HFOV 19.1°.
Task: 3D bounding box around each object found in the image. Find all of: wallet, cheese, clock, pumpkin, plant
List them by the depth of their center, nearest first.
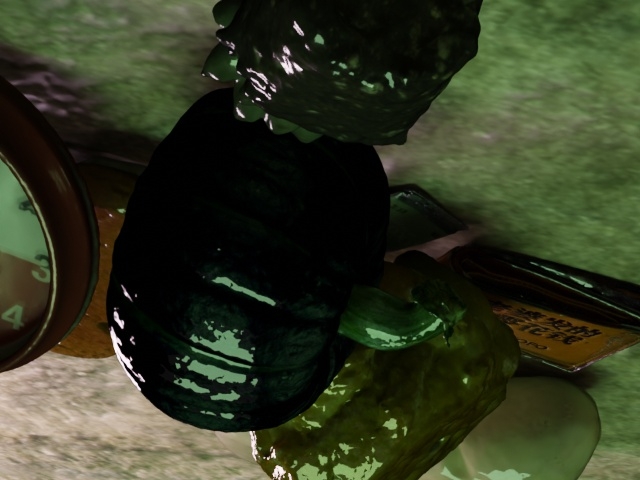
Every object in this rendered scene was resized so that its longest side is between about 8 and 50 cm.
[{"bbox_3d":[0.014,-0.128,1.092,0.129,0.132,0.194,21,169,-17],"label":"plant"},{"bbox_3d":[-0.019,0.026,1.331,0.248,0.248,0.248,9,160,4],"label":"pumpkin"},{"bbox_3d":[-0.317,-0.026,1.455,0.319,0.080,0.318,11,127,15],"label":"clock"},{"bbox_3d":[0.173,0.061,1.643,0.196,0.042,0.161,16,159,-13],"label":"wallet"},{"bbox_3d":[0.072,0.187,1.901,0.328,0.129,0.351,18,159,-20],"label":"cheese"}]

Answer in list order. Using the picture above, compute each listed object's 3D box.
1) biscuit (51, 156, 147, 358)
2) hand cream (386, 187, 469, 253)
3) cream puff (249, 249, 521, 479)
[{"bbox_3d":[-0.239,0.004,1.666,0.283,0.064,0.432,16,159,3],"label":"biscuit"},{"bbox_3d":[0.000,0.000,1.564,0.235,0.055,0.086,-13,154,32],"label":"hand cream"},{"bbox_3d":[0.043,0.117,1.543,0.244,0.244,0.196,-19,108,53],"label":"cream puff"}]
